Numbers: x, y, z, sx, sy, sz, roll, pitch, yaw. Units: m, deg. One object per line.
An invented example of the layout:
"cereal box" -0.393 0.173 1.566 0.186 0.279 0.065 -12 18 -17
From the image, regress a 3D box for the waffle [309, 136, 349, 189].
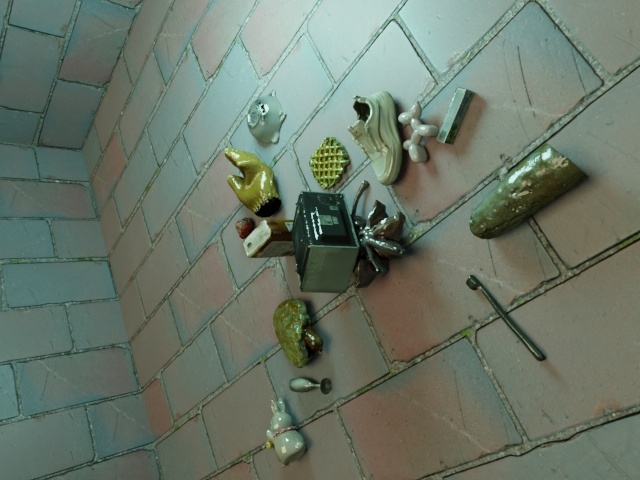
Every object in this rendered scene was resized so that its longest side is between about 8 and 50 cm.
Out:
"waffle" 0.030 -0.290 1.837 0.183 0.036 0.169 -47 61 38

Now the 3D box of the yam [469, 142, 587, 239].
"yam" 0.517 -0.114 1.267 0.330 0.133 0.133 -49 57 41

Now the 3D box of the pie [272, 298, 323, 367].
"pie" -0.104 0.371 1.948 0.275 0.105 0.257 62 139 26

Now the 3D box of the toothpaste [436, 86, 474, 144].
"toothpaste" 0.394 -0.365 1.441 0.034 0.046 0.164 38 118 42

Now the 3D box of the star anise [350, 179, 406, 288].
"star anise" 0.189 -0.011 1.617 0.315 0.139 0.360 19 91 50

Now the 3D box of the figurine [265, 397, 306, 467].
"figurine" -0.159 0.782 2.006 0.236 0.127 0.155 57 138 36

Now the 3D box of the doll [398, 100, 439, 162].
"doll" 0.298 -0.343 1.527 0.160 0.059 0.161 56 143 39

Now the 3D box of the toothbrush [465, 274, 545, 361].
"toothbrush" 0.504 0.210 1.348 0.297 0.030 0.031 54 135 32

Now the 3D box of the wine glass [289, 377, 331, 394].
"wine glass" -0.045 0.569 1.916 0.198 0.066 0.066 -17 79 45

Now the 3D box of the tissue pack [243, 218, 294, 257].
"tissue pack" -0.163 -0.005 1.909 0.183 0.226 0.092 -45 58 37

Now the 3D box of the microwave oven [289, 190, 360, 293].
"microwave oven" 0.000 0.000 1.662 0.295 0.181 0.238 -101 18 -48

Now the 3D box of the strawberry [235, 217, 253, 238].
"strawberry" -0.344 -0.055 2.209 0.083 0.083 0.097 30 114 42

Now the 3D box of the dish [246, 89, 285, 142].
"dish" -0.254 -0.536 2.096 0.236 0.086 0.228 44 121 36

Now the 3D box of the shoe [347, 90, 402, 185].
"shoe" 0.163 -0.338 1.591 0.124 0.159 0.317 156 112 -63

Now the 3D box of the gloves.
"gloves" -0.292 -0.259 2.093 0.356 0.155 0.203 53 135 12
